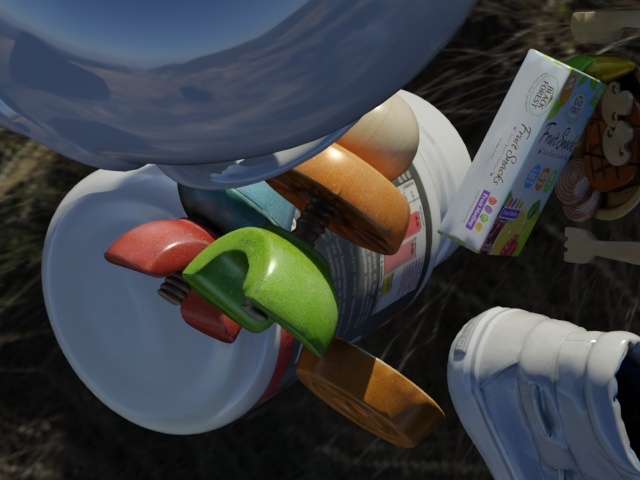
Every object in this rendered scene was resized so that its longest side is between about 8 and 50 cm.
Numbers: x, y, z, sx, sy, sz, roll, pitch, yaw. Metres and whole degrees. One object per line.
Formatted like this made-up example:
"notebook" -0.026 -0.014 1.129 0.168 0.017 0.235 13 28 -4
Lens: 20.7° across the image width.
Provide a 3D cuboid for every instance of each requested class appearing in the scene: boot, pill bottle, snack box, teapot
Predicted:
"boot" 0.177 0.147 1.036 0.123 0.095 0.258 6 140 45
"pill bottle" -0.032 -0.002 1.396 0.210 0.363 0.210 12 113 30
"snack box" 0.142 -0.058 1.225 0.037 0.100 0.141 30 99 20
"teapot" -0.076 -0.113 0.608 0.187 0.252 0.256 -42 99 18

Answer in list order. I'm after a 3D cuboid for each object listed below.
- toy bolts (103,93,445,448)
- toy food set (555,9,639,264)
"toy bolts" 0.000 0.000 1.105 0.218 0.228 0.158 43 75 -35
"toy food set" 0.203 -0.076 1.294 0.038 0.132 0.192 0 93 -26
